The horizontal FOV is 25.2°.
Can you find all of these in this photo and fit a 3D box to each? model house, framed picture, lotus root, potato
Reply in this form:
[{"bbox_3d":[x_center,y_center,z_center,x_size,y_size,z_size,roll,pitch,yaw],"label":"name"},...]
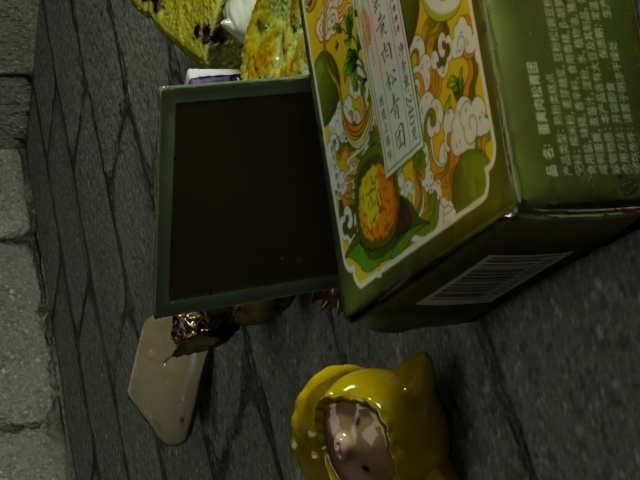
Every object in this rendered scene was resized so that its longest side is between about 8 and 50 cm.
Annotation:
[{"bbox_3d":[-0.250,0.214,2.367,0.188,0.122,0.229,175,107,-84],"label":"model house"},{"bbox_3d":[-0.031,-0.052,1.393,0.018,0.293,0.231,32,123,52],"label":"framed picture"},{"bbox_3d":[-0.145,0.011,1.982,0.169,0.141,0.314,139,135,-64],"label":"lotus root"},{"bbox_3d":[-0.055,0.026,1.826,0.100,0.089,0.172,113,170,-61],"label":"potato"}]

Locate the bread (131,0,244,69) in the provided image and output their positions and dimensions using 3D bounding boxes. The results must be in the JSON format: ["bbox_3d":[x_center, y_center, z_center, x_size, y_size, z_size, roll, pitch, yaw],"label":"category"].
[{"bbox_3d":[-0.207,-0.372,2.062,0.361,0.077,0.138,43,123,44],"label":"bread"}]

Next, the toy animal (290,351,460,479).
[{"bbox_3d":[0.049,0.195,1.448,0.230,0.156,0.156,-11,82,61],"label":"toy animal"}]

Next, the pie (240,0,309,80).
[{"bbox_3d":[-0.009,-0.246,1.589,0.296,0.078,0.371,-62,32,38],"label":"pie"}]

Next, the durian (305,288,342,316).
[{"bbox_3d":[0.000,0.000,1.603,0.139,0.144,0.252,-47,43,20],"label":"durian"}]

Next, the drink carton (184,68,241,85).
[{"bbox_3d":[-0.091,-0.111,1.809,0.102,0.134,0.222,109,151,-43],"label":"drink carton"}]

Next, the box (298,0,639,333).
[{"bbox_3d":[0.112,-0.162,1.195,0.373,0.138,0.420,139,125,-67],"label":"box"}]

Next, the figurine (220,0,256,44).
[{"bbox_3d":[-0.083,-0.294,1.811,0.132,0.132,0.153,145,108,-68],"label":"figurine"}]
